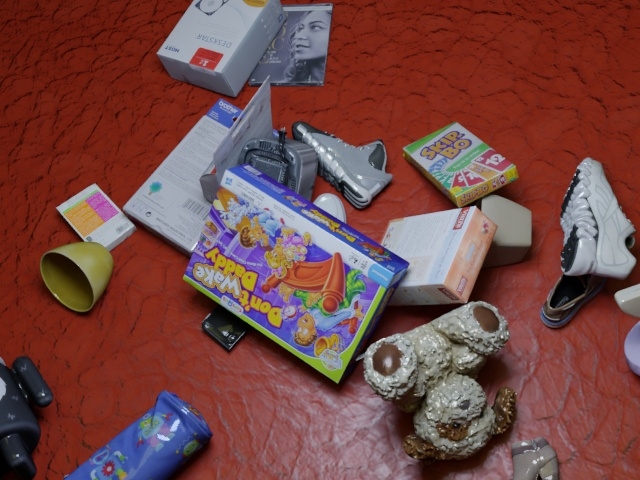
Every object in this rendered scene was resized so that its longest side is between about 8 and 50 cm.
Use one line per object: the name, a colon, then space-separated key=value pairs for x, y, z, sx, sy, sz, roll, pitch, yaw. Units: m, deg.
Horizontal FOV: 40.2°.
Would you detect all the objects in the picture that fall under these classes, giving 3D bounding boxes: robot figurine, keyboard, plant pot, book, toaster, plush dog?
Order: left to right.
robot figurine: x=-0.598 y=0.308 z=1.522 sx=0.278 sy=0.209 sz=0.174 roll=50 pitch=119 yaw=27
plant pot: x=-0.453 y=0.055 z=1.673 sx=0.134 sy=0.134 sz=0.095 roll=23 pitch=40 yaw=20
book: x=-0.452 y=-0.042 z=1.768 sx=0.096 sy=0.035 sz=0.144 roll=-39 pitch=63 yaw=-15
keyboard: x=-0.125 y=0.127 z=1.628 sx=0.108 sy=0.023 sz=0.180 roll=37 pitch=74 yaw=21
toaster: x=-0.084 y=-0.109 z=1.643 sx=0.129 sy=0.146 sz=0.227 roll=16 pitch=105 yaw=14
plush dog: x=0.196 y=0.251 z=1.439 sx=0.262 sy=0.210 sz=0.225 roll=-20 pitch=78 yaw=-21
plant pot: x=0.328 y=-0.013 z=1.589 sx=0.096 sy=0.109 sz=0.109 roll=8 pitch=63 yaw=-1

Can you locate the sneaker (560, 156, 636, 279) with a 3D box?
sneaker: x=0.493 y=-0.036 z=1.549 sx=0.118 sy=0.110 sz=0.292 roll=13 pitch=44 yaw=4

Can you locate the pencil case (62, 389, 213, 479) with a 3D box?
pencil case: x=-0.328 y=0.384 z=1.471 sx=0.306 sy=0.119 sz=0.133 roll=-42 pitch=53 yaw=-13

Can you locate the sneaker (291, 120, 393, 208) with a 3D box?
sneaker: x=0.054 y=-0.176 z=1.736 sx=0.132 sy=0.086 sz=0.229 roll=-37 pitch=73 yaw=-16

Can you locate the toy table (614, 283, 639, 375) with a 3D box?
toy table: x=0.616 y=0.103 z=1.408 sx=0.274 sy=0.161 sz=0.252 roll=-27 pitch=33 yaw=-4

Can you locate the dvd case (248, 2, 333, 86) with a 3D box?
dvd case: x=-0.063 y=-0.432 z=1.920 sx=0.164 sy=0.018 sz=0.221 roll=1 pitch=62 yaw=10

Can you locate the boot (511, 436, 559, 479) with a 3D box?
boot: x=0.329 y=0.371 z=1.419 sx=0.118 sy=0.042 sz=0.087 roll=-17 pitch=55 yaw=-1

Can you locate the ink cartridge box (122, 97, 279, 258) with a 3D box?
ink cartridge box: x=-0.225 y=-0.125 z=1.758 sx=0.185 sy=0.065 sz=0.311 roll=31 pitch=74 yaw=21

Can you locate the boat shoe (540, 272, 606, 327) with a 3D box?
boat shoe: x=0.456 y=0.073 z=1.537 sx=0.066 sy=0.066 sz=0.183 roll=31 pitch=71 yaw=23

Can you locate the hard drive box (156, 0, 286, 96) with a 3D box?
hard drive box: x=-0.211 y=-0.444 z=1.899 sx=0.181 sy=0.089 sz=0.232 roll=20 pitch=69 yaw=24

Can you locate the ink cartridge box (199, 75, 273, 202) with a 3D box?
ink cartridge box: x=-0.157 y=-0.187 z=1.615 sx=0.066 sy=0.232 sz=0.189 roll=27 pitch=70 yaw=14

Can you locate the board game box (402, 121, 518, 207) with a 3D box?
board game box: x=0.254 y=-0.151 z=1.647 sx=0.124 sy=0.039 sz=0.259 roll=-27 pitch=30 yaw=-6

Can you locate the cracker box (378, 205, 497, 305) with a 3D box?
cracker box: x=0.184 y=0.032 z=1.529 sx=0.232 sy=0.067 sz=0.156 roll=-9 pitch=49 yaw=56

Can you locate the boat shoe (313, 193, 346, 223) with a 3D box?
boat shoe: x=0.000 y=0.000 z=1.646 sx=0.083 sy=0.076 sz=0.226 roll=3 pitch=63 yaw=11

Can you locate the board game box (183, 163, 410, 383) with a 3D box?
board game box: x=-0.050 y=0.054 z=1.525 sx=0.347 sy=0.078 sz=0.233 roll=32 pitch=114 yaw=16
